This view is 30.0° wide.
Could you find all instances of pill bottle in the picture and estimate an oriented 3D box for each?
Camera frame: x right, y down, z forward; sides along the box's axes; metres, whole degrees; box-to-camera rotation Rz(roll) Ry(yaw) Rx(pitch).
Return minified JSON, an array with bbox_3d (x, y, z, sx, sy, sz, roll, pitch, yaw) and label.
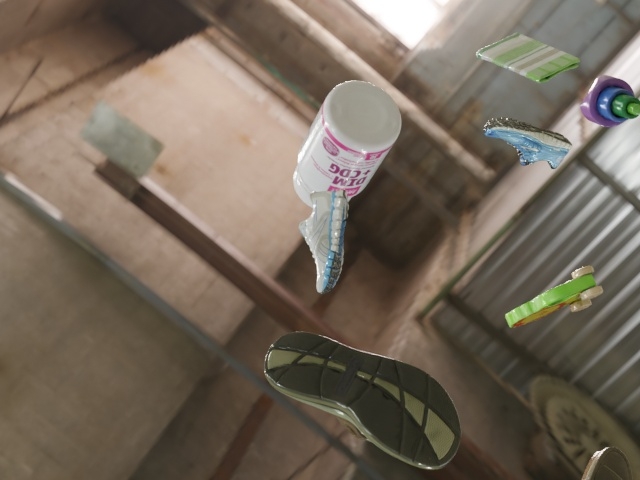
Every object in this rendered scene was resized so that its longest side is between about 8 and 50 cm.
[{"bbox_3d":[0.045,-0.183,2.427,0.160,0.283,0.160,8,-119,-14],"label":"pill bottle"}]

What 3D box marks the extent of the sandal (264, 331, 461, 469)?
[{"bbox_3d":[0.062,0.214,1.621,0.302,0.120,0.086,25,154,29],"label":"sandal"}]

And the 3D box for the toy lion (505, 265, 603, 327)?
[{"bbox_3d":[0.246,0.067,1.281,0.100,0.096,0.034,87,161,-75],"label":"toy lion"}]

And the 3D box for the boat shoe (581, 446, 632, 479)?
[{"bbox_3d":[0.478,0.515,2.149,0.110,0.104,0.307,34,-124,-17],"label":"boat shoe"}]

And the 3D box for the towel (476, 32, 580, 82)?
[{"bbox_3d":[0.367,-0.320,2.116,0.113,0.023,0.152,-27,-138,-29],"label":"towel"}]

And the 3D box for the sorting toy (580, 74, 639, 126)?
[{"bbox_3d":[0.525,-0.132,1.568,0.365,0.127,0.126,16,-169,-16],"label":"sorting toy"}]

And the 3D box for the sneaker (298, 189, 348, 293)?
[{"bbox_3d":[0.000,0.000,2.156,0.082,0.191,0.071,7,-179,14],"label":"sneaker"}]

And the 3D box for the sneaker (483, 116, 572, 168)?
[{"bbox_3d":[0.363,-0.167,2.117,0.162,0.073,0.063,18,-160,-8],"label":"sneaker"}]
